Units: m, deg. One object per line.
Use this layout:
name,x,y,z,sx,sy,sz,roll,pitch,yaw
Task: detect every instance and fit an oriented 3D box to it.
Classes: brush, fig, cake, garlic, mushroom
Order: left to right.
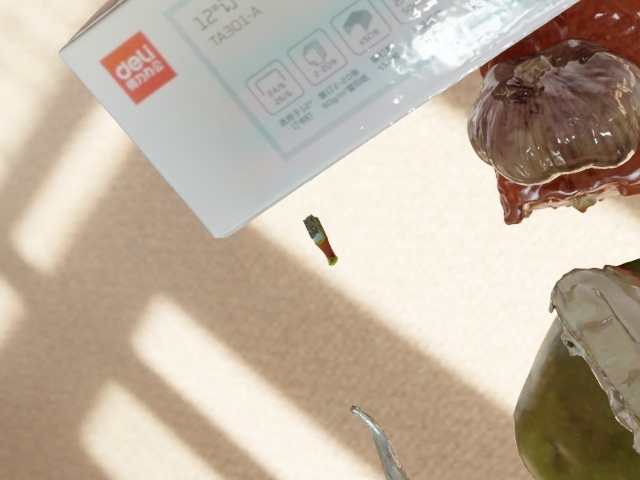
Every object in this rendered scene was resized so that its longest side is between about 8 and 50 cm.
brush,0.000,0.000,1.865,0.018,0.021,0.083,-40,45,13
mushroom,0.136,0.273,1.541,0.043,0.306,0.068,-43,18,41
garlic,0.197,-0.113,1.316,0.159,0.147,0.102,9,135,45
cake,0.297,-0.172,1.587,0.269,0.319,0.270,-8,94,8
fig,0.306,0.143,1.144,0.314,0.233,0.233,30,113,26

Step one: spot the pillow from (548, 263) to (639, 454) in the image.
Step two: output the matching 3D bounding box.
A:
pillow,0.145,0.088,0.368,0.051,0.128,0.229,-61,34,26

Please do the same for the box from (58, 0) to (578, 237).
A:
box,0.015,-0.125,0.772,0.269,0.079,0.135,-33,107,24
